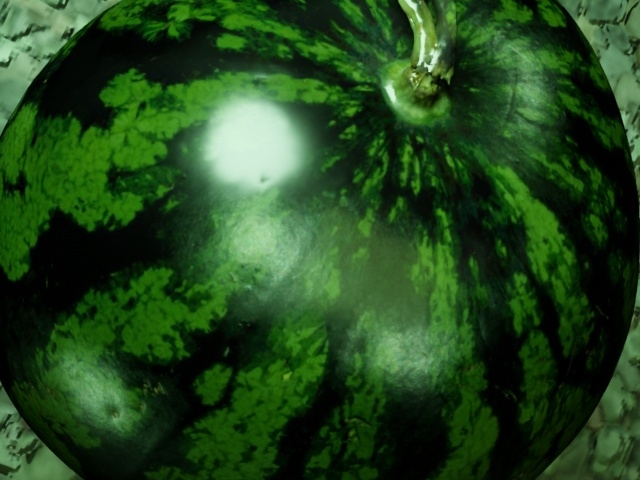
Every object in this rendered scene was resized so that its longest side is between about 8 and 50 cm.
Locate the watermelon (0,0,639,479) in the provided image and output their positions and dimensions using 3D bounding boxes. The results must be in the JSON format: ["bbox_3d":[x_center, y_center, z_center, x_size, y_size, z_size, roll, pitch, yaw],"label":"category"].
[{"bbox_3d":[-0.002,0.002,0.696,0.269,0.269,0.269,-3,97,-27],"label":"watermelon"}]
